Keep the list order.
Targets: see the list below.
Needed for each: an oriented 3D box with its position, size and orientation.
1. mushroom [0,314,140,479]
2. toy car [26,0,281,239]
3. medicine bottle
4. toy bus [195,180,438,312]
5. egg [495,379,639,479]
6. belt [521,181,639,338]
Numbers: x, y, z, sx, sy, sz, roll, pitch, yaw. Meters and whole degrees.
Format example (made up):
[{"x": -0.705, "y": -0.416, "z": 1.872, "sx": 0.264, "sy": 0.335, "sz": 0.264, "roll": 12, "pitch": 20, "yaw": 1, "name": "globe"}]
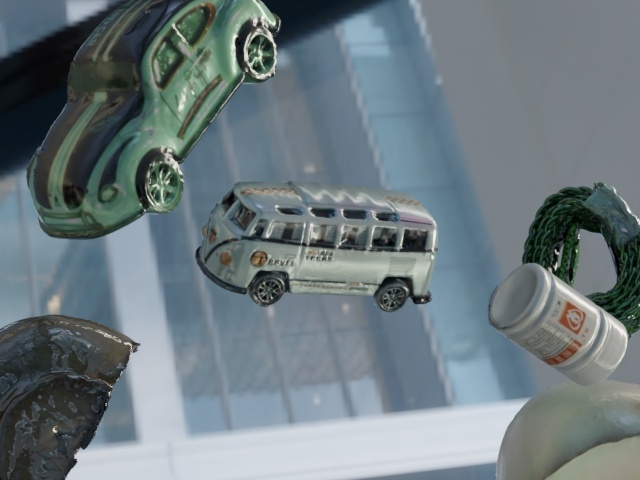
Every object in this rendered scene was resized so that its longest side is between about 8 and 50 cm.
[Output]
[{"x": -0.198, "y": 0.130, "z": 0.957, "sx": 0.141, "sy": 0.117, "sz": 0.188, "roll": 105, "pitch": 5, "yaw": -68, "name": "mushroom"}, {"x": -0.161, "y": -0.135, "z": 1.377, "sx": 0.136, "sy": 0.306, "sz": 0.125, "roll": 3, "pitch": -45, "yaw": 39, "name": "toy car"}, {"x": 0.169, "y": 0.060, "z": 1.089, "sx": 0.057, "sy": 0.089, "sz": 0.057, "roll": -42, "pitch": -152, "yaw": 29, "name": "medicine bottle"}, {"x": 0.000, "y": 0.000, "z": 1.222, "sx": 0.087, "sy": 0.194, "sz": 0.089, "roll": -129, "pitch": -132, "yaw": -55, "name": "toy bus"}, {"x": 0.299, "y": 0.227, "z": 1.659, "sx": 0.206, "sy": 0.271, "sz": 0.162, "roll": 42, "pitch": 22, "yaw": -37, "name": "egg"}, {"x": 0.250, "y": 0.024, "z": 1.413, "sx": 0.079, "sy": 0.121, "sz": 0.151, "roll": 43, "pitch": 39, "yaw": -64, "name": "belt"}]
